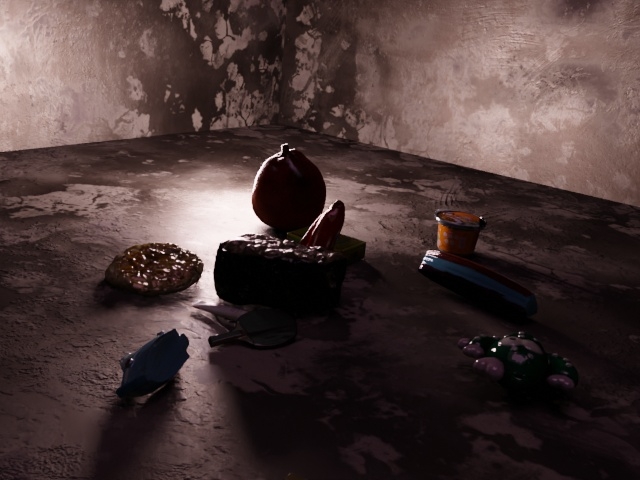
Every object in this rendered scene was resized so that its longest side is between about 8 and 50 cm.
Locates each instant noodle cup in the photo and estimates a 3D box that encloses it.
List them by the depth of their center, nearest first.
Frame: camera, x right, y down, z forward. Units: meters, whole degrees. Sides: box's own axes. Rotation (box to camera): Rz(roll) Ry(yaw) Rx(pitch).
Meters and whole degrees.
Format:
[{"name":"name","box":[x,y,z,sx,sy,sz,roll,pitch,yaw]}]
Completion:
[{"name":"instant noodle cup","box":[0.469,-0.020,2.324,0.177,0.126,0.208,-1,20,-17]}]

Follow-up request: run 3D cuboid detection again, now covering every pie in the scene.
[{"name":"pie","box":[-0.456,0.078,1.879,0.274,0.055,0.274,4,24,-2]}]

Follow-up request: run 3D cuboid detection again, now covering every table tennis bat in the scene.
[{"name":"table tennis bat","box":[-0.157,0.212,1.593,0.220,0.019,0.130,-10,38,-29]}]

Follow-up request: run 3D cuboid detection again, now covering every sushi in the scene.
[{"name":"sushi","box":[-0.110,0.081,1.792,0.350,0.171,0.211,9,17,6]}]

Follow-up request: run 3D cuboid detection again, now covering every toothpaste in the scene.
[{"name":"toothpaste","box":[-0.237,0.177,1.694,0.190,0.031,0.048,12,21,24]}]

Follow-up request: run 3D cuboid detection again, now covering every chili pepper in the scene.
[{"name":"chili pepper","box":[0.000,0.000,1.956,0.136,0.253,0.144,37,23,24]}]

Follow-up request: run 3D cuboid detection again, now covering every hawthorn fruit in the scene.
[{"name":"hawthorn fruit","box":[-0.106,-0.190,2.378,0.265,0.307,0.265,-1,22,0]}]

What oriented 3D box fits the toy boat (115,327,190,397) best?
[{"name":"toy boat","box":[-0.348,0.255,1.381,0.102,0.088,0.215,-25,10,21]}]

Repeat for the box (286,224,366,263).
[{"name":"box","box":[0.018,0.016,2.185,0.220,0.064,0.141,21,23,33]}]

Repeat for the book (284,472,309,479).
[{"name":"book","box":[-0.011,0.435,1.030,0.168,0.013,0.192,13,20,19]}]

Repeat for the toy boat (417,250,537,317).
[{"name":"toy boat","box":[0.434,0.119,1.947,0.079,0.136,0.392,-43,43,-23]}]

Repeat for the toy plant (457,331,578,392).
[{"name":"toy plant","box":[0.435,0.268,1.500,0.232,0.113,0.243,5,13,-8]}]
